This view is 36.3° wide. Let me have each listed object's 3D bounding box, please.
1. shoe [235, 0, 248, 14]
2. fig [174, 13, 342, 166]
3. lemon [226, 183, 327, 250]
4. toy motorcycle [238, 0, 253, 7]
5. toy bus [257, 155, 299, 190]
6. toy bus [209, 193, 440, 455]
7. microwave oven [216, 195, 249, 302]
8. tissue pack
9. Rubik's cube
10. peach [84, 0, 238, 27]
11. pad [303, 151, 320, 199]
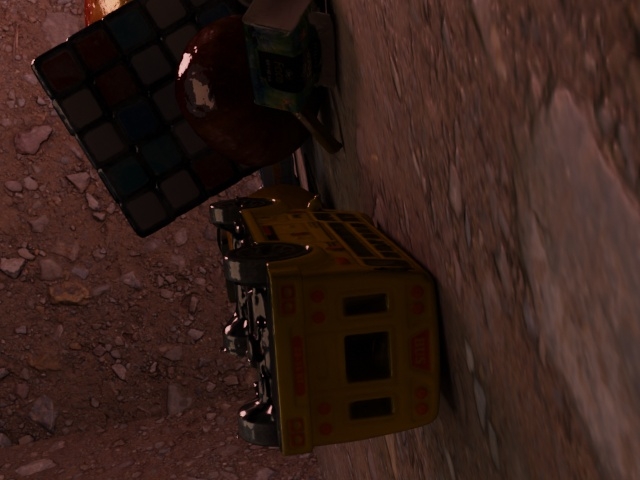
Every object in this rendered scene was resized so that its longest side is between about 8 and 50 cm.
[{"bbox_3d":[-0.063,-0.287,1.394,0.179,0.049,0.071,58,174,18],"label":"shoe"},{"bbox_3d":[-0.066,-0.169,1.078,0.207,0.175,0.175,-167,66,-69],"label":"fig"},{"bbox_3d":[-0.051,-0.004,1.274,0.187,0.142,0.142,-105,6,-71],"label":"lemon"},{"bbox_3d":[-0.111,-0.418,1.257,0.112,0.113,0.254,-107,7,-55],"label":"toy motorcycle"},{"bbox_3d":[-0.081,-0.126,1.766,0.064,0.075,0.190,-114,15,-64],"label":"toy bus"},{"bbox_3d":[-0.007,0.048,0.798,0.330,0.152,0.144,-129,34,-76],"label":"toy bus"},{"bbox_3d":[-0.095,0.002,1.670,0.205,0.163,0.129,-108,10,-67],"label":"microwave oven"},{"bbox_3d":[-0.022,-0.189,0.941,0.111,0.079,0.085,86,-156,-55],"label":"tissue pack"},{"bbox_3d":[-0.215,-0.206,1.447,0.291,0.287,0.293,59,177,-12],"label":"Rubik's cube"},{"bbox_3d":[-0.327,-0.480,2.026,0.339,0.353,0.416,49,-168,-46],"label":"peach"},{"bbox_3d":[0.000,0.000,1.511,0.158,0.003,0.234,-107,7,-53],"label":"pad"}]
